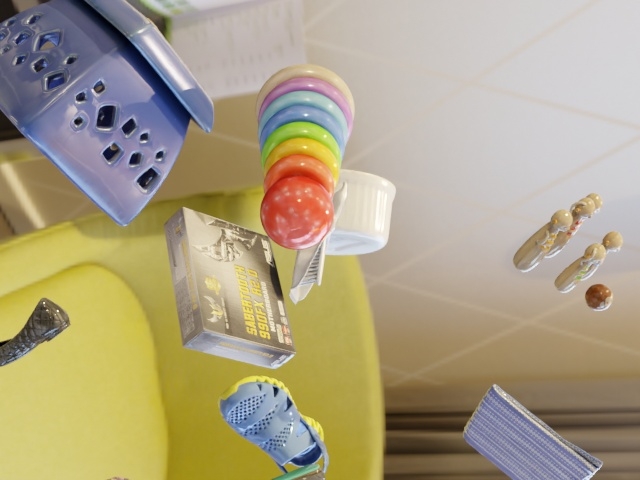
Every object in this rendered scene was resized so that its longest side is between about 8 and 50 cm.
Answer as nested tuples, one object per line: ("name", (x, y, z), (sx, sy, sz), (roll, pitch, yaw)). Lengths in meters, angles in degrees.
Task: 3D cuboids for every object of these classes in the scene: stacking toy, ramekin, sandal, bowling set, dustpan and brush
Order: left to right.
("sandal", (-0.076, 0.374, 1.916), (0.317, 0.126, 0.138), (42, 13, -40))
("stacking toy", (-0.022, -0.104, 1.285), (0.330, 0.141, 0.141), (-90, 163, -57))
("dustpan and brush", (0.000, 0.000, 1.642), (0.147, 0.060, 0.211), (73, 26, -79))
("ramekin", (0.028, -0.056, 2.206), (0.277, 0.277, 0.135), (29, 60, -64))
("bowling set", (0.529, 0.020, 1.935), (0.200, 0.154, 0.287), (45, 36, 11))

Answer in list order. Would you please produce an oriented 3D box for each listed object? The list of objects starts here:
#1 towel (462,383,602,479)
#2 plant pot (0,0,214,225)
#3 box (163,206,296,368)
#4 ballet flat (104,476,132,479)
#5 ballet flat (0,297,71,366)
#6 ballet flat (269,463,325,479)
("towel", (0.401, 0.404, 1.926), (0.040, 0.243, 0.336), (-47, 164, -21))
("plant pot", (-0.294, -0.198, 1.312), (0.212, 0.236, 0.236), (-43, 140, -5))
("box", (-0.142, 0.074, 1.537), (0.183, 0.056, 0.231), (21, 42, -40))
("ballet flat", (-0.242, 0.421, 1.536), (0.079, 0.221, 0.077), (-38, 149, -69))
("ballet flat", (-0.373, 0.117, 1.233), (0.049, 0.173, 0.057), (56, 32, -7))
("ballet flat", (-0.085, 0.406, 1.551), (0.074, 0.203, 0.074), (171, -90, -70))
